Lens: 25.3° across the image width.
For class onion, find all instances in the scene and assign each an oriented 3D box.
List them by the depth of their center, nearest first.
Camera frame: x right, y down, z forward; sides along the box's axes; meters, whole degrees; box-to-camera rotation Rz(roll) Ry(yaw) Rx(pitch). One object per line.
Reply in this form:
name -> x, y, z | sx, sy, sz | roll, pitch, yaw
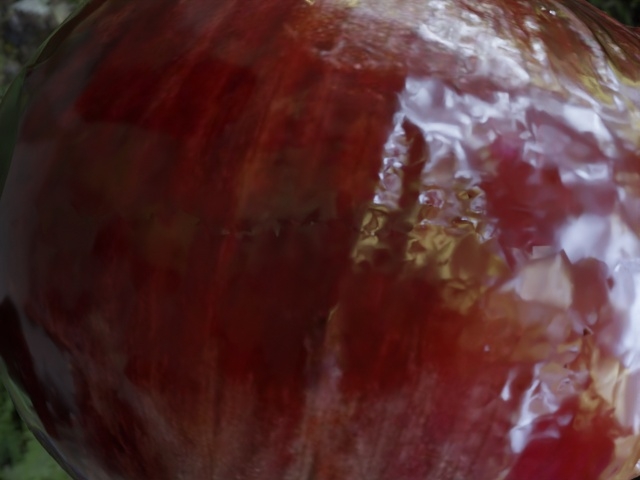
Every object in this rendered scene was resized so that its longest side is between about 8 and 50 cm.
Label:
onion -> -0.002, 0.006, 0.643 | 0.341, 0.341, 0.341 | 39, 42, -47
